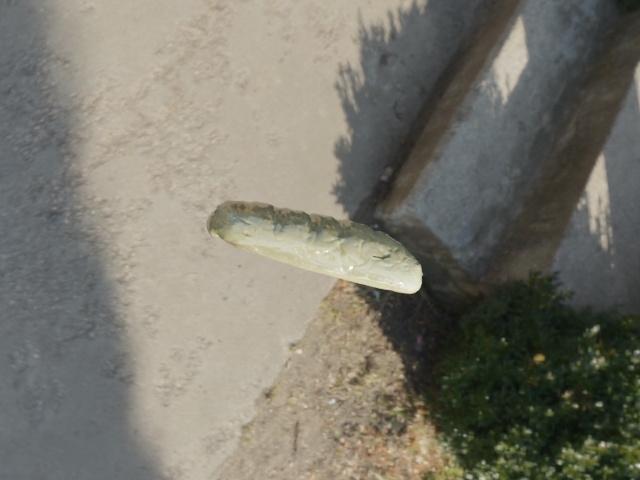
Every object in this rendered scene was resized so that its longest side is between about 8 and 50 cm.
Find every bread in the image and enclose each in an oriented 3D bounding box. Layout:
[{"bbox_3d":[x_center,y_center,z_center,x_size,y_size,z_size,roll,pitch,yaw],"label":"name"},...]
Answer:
[{"bbox_3d":[-0.001,0.000,0.717,0.214,0.073,0.053,15,98,-12],"label":"bread"}]
